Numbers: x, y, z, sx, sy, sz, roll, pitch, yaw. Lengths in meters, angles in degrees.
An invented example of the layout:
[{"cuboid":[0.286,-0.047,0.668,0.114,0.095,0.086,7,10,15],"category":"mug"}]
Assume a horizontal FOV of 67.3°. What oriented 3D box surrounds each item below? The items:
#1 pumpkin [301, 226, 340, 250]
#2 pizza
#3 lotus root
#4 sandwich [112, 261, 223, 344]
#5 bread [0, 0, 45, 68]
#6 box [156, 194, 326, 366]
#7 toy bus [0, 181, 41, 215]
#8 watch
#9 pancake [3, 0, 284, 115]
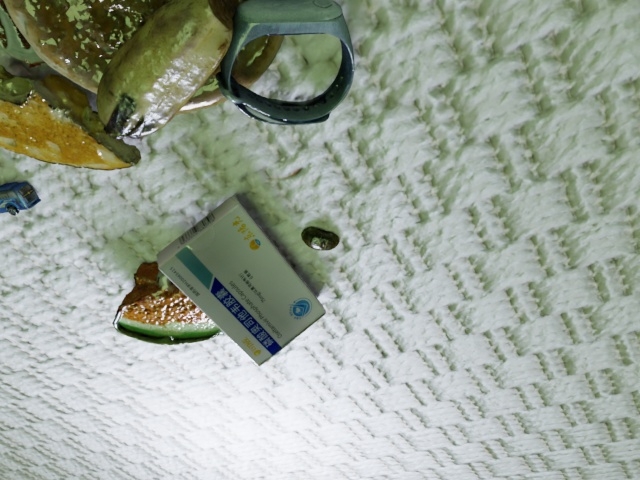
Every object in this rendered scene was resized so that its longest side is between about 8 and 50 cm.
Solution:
[{"cuboid":[0.000,0.001,1.003,0.083,0.028,0.050,9,129,-5],"category":"pumpkin"},{"cuboid":[-0.480,-0.215,0.827,0.324,0.089,0.223,10,152,8],"category":"pizza"},{"cuboid":[-0.215,-0.234,0.658,0.258,0.097,0.110,-34,150,26],"category":"lotus root"},{"cuboid":[-0.347,0.144,1.126,0.292,0.109,0.212,-16,118,14],"category":"sandwich"},{"cuboid":[-0.444,-0.350,0.731,0.161,0.073,0.160,3,130,3],"category":"bread"},{"cuboid":[-0.155,0.096,1.018,0.200,0.065,0.343,-39,122,-5],"category":"box"},{"cuboid":[-0.670,-0.084,1.006,0.153,0.051,0.061,-7,123,14],"category":"toy bus"},{"cuboid":[-0.051,-0.256,0.715,0.207,0.068,0.192,-11,143,-14],"category":"watch"},{"cuboid":[-0.242,-0.341,0.665,0.383,0.071,0.382,-7,135,-7],"category":"pancake"}]
